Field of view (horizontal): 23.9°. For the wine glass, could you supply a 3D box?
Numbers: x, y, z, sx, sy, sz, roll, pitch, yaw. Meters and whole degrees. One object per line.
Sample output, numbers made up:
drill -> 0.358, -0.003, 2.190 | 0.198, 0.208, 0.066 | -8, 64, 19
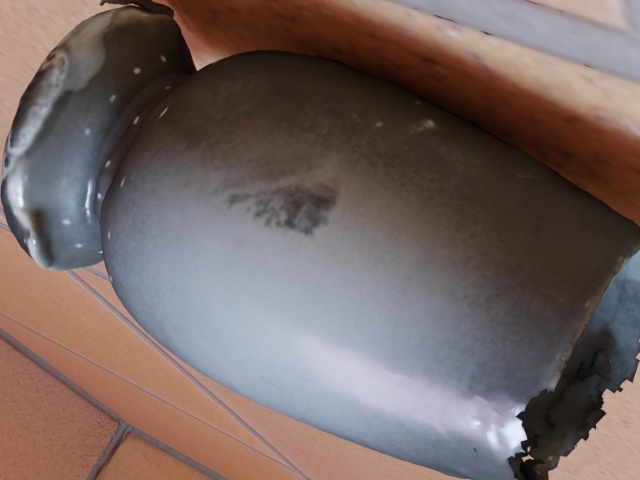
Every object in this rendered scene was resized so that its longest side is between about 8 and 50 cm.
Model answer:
wine glass -> 0.000, 0.000, 0.485 | 0.204, 0.111, 0.111 | 26, 166, 23
